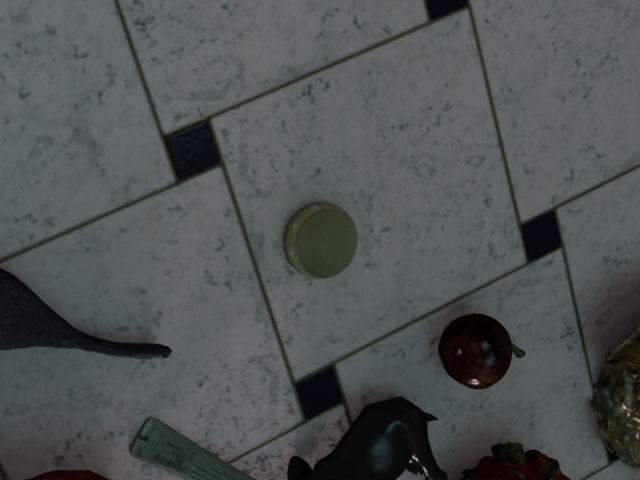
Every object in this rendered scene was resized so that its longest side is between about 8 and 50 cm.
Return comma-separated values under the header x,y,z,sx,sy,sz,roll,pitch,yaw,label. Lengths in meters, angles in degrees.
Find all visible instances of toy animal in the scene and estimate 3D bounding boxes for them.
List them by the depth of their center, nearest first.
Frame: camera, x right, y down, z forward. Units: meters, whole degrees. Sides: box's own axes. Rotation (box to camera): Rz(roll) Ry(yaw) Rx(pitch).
x,y,z,sx,sy,sz,roll,pitch,yaw,label
-0.324,0.088,1.301,0.367,0.081,0.206,43,73,-31,toy animal
0.041,0.280,1.552,0.245,0.114,0.146,-54,131,-29,toy animal

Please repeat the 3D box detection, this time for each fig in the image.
x,y,z,sx,sy,sz,roll,pitch,yaw,label
0.198,0.126,1.603,0.125,0.088,0.089,-9,112,-53,fig

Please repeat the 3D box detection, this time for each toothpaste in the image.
x,y,z,sx,sy,sz,roll,pitch,yaw,label
-0.111,0.255,1.466,0.197,0.029,0.048,29,91,-6,toothpaste

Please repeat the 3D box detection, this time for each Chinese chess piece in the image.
x,y,z,sx,sy,sz,roll,pitch,yaw,label
0.000,0.000,1.477,0.084,0.034,0.084,-7,106,-26,Chinese chess piece

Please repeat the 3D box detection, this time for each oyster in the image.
x,y,z,sx,sy,sz,roll,pitch,yaw,label
0.466,0.197,1.734,0.237,0.115,0.351,-17,112,-22,oyster

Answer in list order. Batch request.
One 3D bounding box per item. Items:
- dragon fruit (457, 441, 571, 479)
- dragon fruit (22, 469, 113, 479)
x,y,z,sx,sy,sz,roll,pitch,yaw,label
0.226,0.373,1.632,0.192,0.193,0.274,-15,117,-56,dragon fruit
-0.259,0.375,1.317,0.301,0.295,0.296,-12,111,-38,dragon fruit
